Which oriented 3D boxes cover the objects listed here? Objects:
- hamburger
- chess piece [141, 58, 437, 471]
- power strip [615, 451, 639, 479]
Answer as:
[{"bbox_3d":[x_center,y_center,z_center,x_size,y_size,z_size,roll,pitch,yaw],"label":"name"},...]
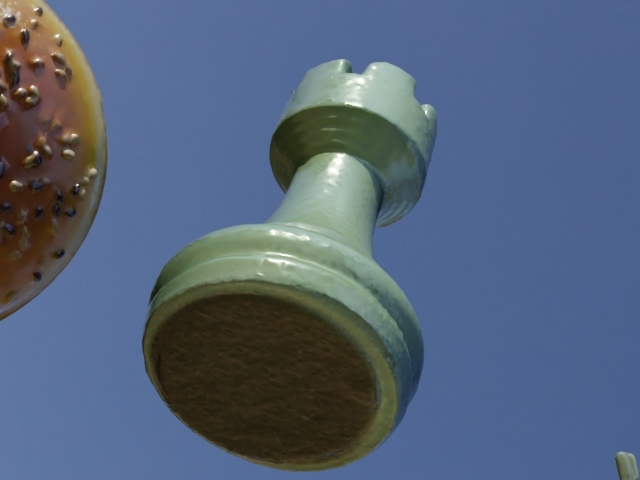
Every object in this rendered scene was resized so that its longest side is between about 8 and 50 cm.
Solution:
[{"bbox_3d":[-0.302,-0.072,1.470,0.300,0.300,0.176,63,-7,5],"label":"hamburger"},{"bbox_3d":[0.000,0.000,1.439,0.194,0.299,0.195,9,-48,10],"label":"chess piece"},{"bbox_3d":[0.217,0.256,1.238,0.054,0.167,0.253,115,-45,-67],"label":"power strip"}]
